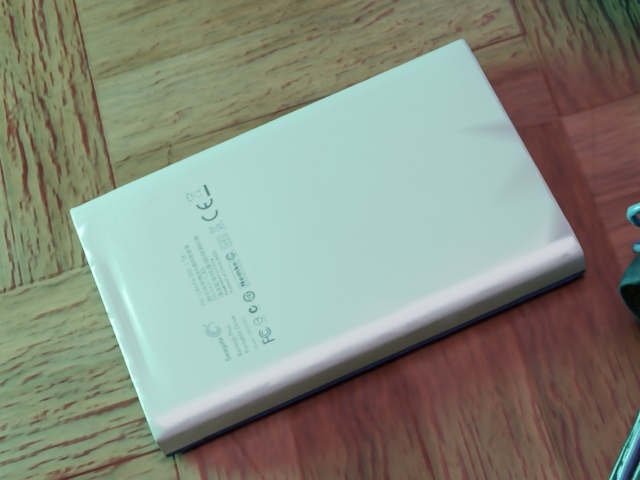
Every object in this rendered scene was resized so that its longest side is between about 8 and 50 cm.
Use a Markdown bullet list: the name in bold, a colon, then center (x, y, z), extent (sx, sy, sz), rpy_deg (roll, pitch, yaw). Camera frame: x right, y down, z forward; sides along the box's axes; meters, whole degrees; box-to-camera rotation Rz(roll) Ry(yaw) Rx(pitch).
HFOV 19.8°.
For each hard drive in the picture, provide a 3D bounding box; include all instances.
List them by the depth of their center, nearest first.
- **hard drive**: center (0.000, 0.000, 1.317), extent (0.318, 0.040, 0.210), rpy_deg (-24, 57, -2)

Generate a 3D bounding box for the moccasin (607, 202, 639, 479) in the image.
- **moccasin**: center (0.246, 0.030, 1.189), extent (0.117, 0.138, 0.342), rpy_deg (4, 59, 20)
